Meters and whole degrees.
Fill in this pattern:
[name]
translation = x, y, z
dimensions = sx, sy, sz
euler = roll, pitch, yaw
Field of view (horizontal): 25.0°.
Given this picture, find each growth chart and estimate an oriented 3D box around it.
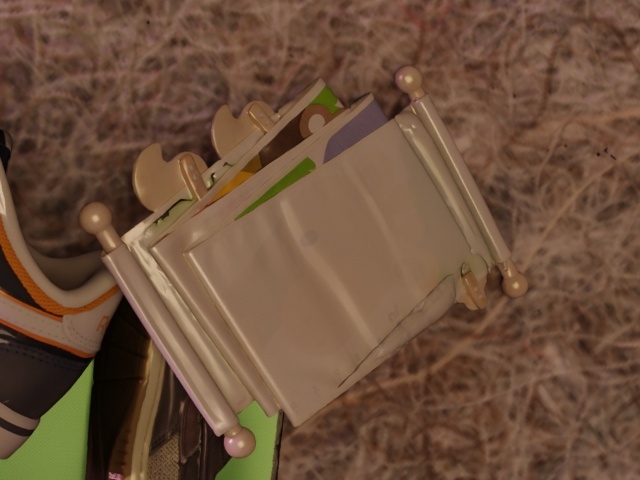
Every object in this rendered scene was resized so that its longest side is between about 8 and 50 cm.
[growth chart]
translation = 0.000, 0.000, 0.758
dimensions = 0.237, 0.021, 0.172
euler = -29, 99, -32

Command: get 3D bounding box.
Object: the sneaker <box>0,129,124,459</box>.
[sneaker]
translation = -0.233, -0.039, 0.696
dimensions = 0.321, 0.126, 0.127
euler = 42, 90, -21

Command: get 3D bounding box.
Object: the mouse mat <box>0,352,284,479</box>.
[mouse mat]
translation = -0.114, 0.108, 0.796
dimensions = 0.189, 0.007, 0.153
euler = 6, 95, -13

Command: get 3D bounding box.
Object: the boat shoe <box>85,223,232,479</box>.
[boat shoe]
translation = -0.080, 0.105, 0.764
dimensions = 0.073, 0.080, 0.224
euler = 7, 91, -26
